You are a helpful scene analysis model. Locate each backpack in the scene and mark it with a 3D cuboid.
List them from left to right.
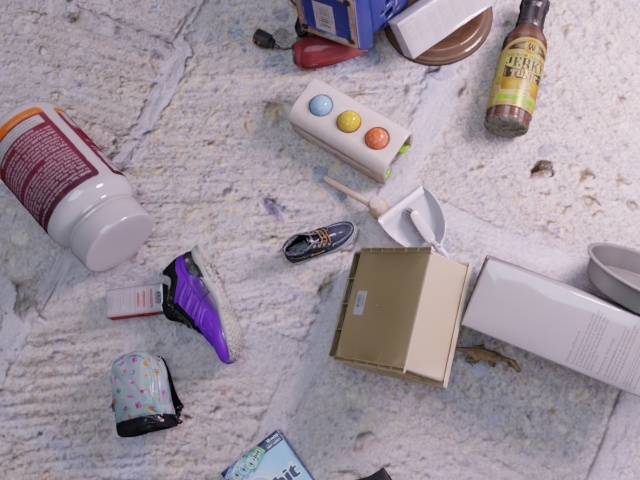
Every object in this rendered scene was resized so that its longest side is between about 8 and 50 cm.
[{"bbox_3d":[-0.399,0.339,1.570,0.152,0.115,0.182,-13,72,6],"label":"backpack"}]

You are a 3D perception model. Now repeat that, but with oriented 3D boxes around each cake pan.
[{"bbox_3d":[0.682,0.094,1.434,0.293,0.293,0.054,23,113,12],"label":"cake pan"}]

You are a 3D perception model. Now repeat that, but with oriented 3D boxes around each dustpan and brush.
[{"bbox_3d":[0.249,-0.007,1.602,0.147,0.060,0.211,-38,98,-14],"label":"dustpan and brush"}]

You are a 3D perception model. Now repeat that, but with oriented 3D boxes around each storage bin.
[{"bbox_3d":[0.161,0.155,1.485,0.260,0.123,0.262,-2,70,53],"label":"storage bin"}]

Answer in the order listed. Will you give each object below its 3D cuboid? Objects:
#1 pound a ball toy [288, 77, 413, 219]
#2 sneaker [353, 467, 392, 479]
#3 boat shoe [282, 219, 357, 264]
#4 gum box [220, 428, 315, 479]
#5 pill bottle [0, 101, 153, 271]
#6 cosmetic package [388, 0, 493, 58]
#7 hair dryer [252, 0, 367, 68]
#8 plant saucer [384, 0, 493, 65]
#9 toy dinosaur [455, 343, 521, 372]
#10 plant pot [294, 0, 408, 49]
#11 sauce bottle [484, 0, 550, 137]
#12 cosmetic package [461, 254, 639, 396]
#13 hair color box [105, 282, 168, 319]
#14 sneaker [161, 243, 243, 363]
[{"bbox_3d":[0.068,-0.220,1.644,0.319,0.136,0.208,33,82,14],"label":"pound a ball toy"},{"bbox_3d":[0.135,0.596,1.453,0.118,0.083,0.222,-27,73,-1],"label":"sneaker"},{"bbox_3d":[0.000,0.000,1.623,0.183,0.083,0.065,-27,74,0],"label":"boat shoe"},{"bbox_3d":[-0.101,0.534,1.520,0.157,0.041,0.184,-37,74,-3],"label":"gum box"},{"bbox_3d":[-0.592,-0.125,1.656,0.224,0.224,0.392,-43,74,-5],"label":"pill bottle"},{"bbox_3d":[0.288,-0.548,1.677,0.239,0.099,0.060,-34,32,-3],"label":"cosmetic package"},{"bbox_3d":[-0.010,-0.538,1.764,0.294,0.080,0.223,32,81,13],"label":"hair dryer"},{"bbox_3d":[0.295,-0.574,1.757,0.278,0.041,0.277,-2,76,7],"label":"plant saucer"},{"bbox_3d":[0.342,0.244,1.513,0.183,0.092,0.053,11,77,10],"label":"toy dinosaur"},{"bbox_3d":[0.061,-0.602,1.646,0.236,0.236,0.212,25,70,18],"label":"plant pot"},{"bbox_3d":[0.475,-0.420,1.659,0.111,0.111,0.344,12,78,10],"label":"sauce bottle"},{"bbox_3d":[0.493,0.163,1.449,0.366,0.197,0.155,21,97,13],"label":"cosmetic package"},{"bbox_3d":[-0.435,0.145,1.660,0.141,0.043,0.072,-7,75,6],"label":"hair color box"},{"bbox_3d":[-0.284,0.166,1.614,0.146,0.102,0.293,-26,69,4],"label":"sneaker"}]
